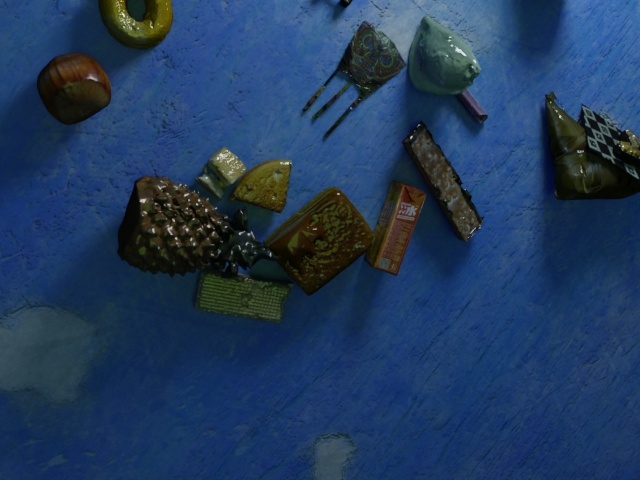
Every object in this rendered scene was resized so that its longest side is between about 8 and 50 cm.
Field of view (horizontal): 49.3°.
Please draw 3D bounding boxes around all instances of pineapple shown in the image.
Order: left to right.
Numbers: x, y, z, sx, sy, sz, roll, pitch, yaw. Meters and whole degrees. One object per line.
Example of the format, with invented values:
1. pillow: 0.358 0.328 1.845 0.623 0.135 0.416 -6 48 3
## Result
1. pineapple: -0.274 -0.012 1.614 0.357 0.223 0.223 13 98 -22

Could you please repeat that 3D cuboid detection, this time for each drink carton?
1. drink carton: 0.188 -0.033 1.764 0.070 0.096 0.223 17 97 -16

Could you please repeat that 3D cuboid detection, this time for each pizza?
1. pizza: -0.128 -0.127 1.698 0.178 0.041 0.131 -44 110 -3

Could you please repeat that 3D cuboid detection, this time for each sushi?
1. sushi: 0.809 -0.247 1.824 0.279 0.193 0.043 28 135 -17

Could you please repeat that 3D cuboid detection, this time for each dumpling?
1. dumpling: 0.284 -0.443 1.685 0.149 0.105 0.217 -30 73 -3

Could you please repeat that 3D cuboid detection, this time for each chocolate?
1. chocolate: 0.308 -0.146 1.784 0.102 0.065 0.329 -46 110 -34

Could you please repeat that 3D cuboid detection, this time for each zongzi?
1. zongzi: 0.719 -0.250 1.852 0.260 0.123 0.289 -4 79 -27

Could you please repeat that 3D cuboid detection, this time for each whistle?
1. whistle: 0.365 -0.367 1.769 0.033 0.033 0.176 -45 108 -1

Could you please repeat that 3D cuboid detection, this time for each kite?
1. kite: 0.077 -0.388 1.705 0.152 0.015 0.285 41 90 -17

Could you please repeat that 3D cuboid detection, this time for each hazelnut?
1. hazelnut: -0.539 -0.335 1.523 0.150 0.150 0.151 -3 102 -13

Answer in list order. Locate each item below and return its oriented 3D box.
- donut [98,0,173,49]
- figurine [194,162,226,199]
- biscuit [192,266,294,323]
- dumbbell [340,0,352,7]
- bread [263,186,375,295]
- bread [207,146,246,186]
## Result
1. donut: -0.406 -0.516 1.539 0.162 0.065 0.179 -19 104 -9
2. figurine: -0.255 -0.140 1.668 0.083 0.047 0.051 44 79 -22
3. biscuit: -0.191 0.135 1.730 0.238 0.062 0.108 11 99 -16
4. dumbbell: 0.039 -0.587 1.644 0.083 0.040 0.036 33 63 -18
5. bread: 0.000 0.000 1.720 0.234 0.110 0.184 -41 108 -3
6. bread: -0.224 -0.176 1.658 0.083 0.035 0.070 48 54 -17
